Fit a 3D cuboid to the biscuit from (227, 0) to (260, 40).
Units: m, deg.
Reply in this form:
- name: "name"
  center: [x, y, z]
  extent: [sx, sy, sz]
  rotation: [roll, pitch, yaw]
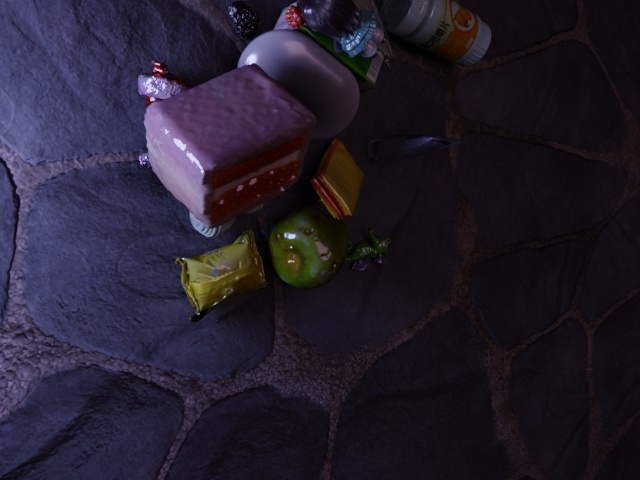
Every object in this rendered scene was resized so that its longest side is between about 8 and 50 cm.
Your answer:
- name: "biscuit"
  center: [-0.189, -0.540, 1.439]
  extent: [0.089, 0.027, 0.087]
  rotation: [26, 77, -32]

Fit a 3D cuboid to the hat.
- name: "hat"
  center: [-0.356, -0.269, 1.298]
  extent: [0.129, 0.140, 0.227]
  rotation: [14, 97, -13]

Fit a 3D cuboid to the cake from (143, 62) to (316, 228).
- name: "cake"
  center: [-0.200, -0.205, 1.276]
  extent: [0.309, 0.237, 0.230]
  rotation: [-30, 64, -29]

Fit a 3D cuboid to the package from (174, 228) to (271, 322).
- name: "package"
  center: [-0.232, 0.082, 1.406]
  extent: [0.226, 0.090, 0.168]
  rotation: [-21, 107, -28]

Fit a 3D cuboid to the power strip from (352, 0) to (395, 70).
- name: "power strip"
  center: [0.146, -0.592, 1.636]
  extent: [0.027, 0.060, 0.252]
  rotation: [-48, 118, -52]

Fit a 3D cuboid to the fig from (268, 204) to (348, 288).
- name: "fig"
  center: [0.000, 0.000, 1.519]
  extent: [0.275, 0.206, 0.206]
  rotation: [-30, 110, -53]

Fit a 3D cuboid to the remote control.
- name: "remote control"
  center: [-0.051, -0.377, 1.454]
  extent: [0.332, 0.103, 0.221]
  rotation: [31, 119, -30]

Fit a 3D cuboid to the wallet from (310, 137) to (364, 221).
- name: "wallet"
  center: [0.042, -0.162, 1.526]
  extent: [0.141, 0.067, 0.241]
  rotation: [52, 28, -19]

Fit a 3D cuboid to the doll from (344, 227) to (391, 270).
- name: "doll"
  center: [0.125, 0.025, 1.659]
  extent: [0.190, 0.050, 0.115]
  rotation: [-16, 105, -29]

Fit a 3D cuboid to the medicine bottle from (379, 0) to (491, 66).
- name: "medicine bottle"
  center: [0.339, -0.624, 1.701]
  extent: [0.318, 0.158, 0.158]
  rotation: [12, 86, -33]

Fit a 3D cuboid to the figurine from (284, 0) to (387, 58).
- name: "figurine"
  center: [0.045, -0.504, 1.360]
  extent: [0.246, 0.110, 0.137]
  rotation: [23, 104, -38]

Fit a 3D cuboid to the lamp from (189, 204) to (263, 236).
- name: "lamp"
  center: [-0.224, -0.077, 1.400]
  extent: [0.193, 0.106, 0.106]
  rotation: [-25, 106, -37]

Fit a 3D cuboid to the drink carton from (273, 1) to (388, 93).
- name: "drink carton"
  center: [0.024, -0.493, 1.504]
  extent: [0.271, 0.161, 0.108]
  rotation: [31, 75, -33]

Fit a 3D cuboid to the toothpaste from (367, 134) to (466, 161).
- name: "toothpaste"
  center: [0.244, -0.255, 1.572]
  extent: [0.114, 0.299, 0.073]
  rotation: [2, 91, -34]
